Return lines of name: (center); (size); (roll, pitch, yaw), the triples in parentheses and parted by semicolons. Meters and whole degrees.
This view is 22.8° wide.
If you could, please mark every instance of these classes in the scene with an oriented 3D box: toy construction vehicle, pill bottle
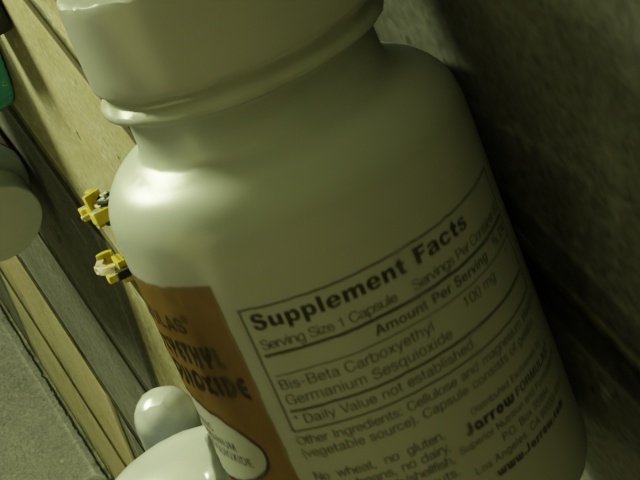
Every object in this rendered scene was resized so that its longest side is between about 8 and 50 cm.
toy construction vehicle: (-0.187, -0.003, 1.367); (0.098, 0.035, 0.086); (27, 143, 65)
pill bottle: (-0.398, -0.076, 1.772); (0.221, 0.121, 0.121); (47, 160, 42)
pill bottle: (0.000, 0.000, 0.558); (0.131, 0.131, 0.229); (30, 146, 63)

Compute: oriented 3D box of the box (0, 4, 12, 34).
box: (-0.309, -0.199, 1.380); (0.062, 0.052, 0.083); (64, 166, -13)

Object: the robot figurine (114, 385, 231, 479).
robot figurine: (-0.052, 0.244, 1.049); (0.300, 0.199, 0.353); (61, 167, 24)

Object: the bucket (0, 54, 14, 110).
bucket: (-0.436, -0.200, 1.549); (0.281, 0.183, 0.281); (54, 164, 23)
